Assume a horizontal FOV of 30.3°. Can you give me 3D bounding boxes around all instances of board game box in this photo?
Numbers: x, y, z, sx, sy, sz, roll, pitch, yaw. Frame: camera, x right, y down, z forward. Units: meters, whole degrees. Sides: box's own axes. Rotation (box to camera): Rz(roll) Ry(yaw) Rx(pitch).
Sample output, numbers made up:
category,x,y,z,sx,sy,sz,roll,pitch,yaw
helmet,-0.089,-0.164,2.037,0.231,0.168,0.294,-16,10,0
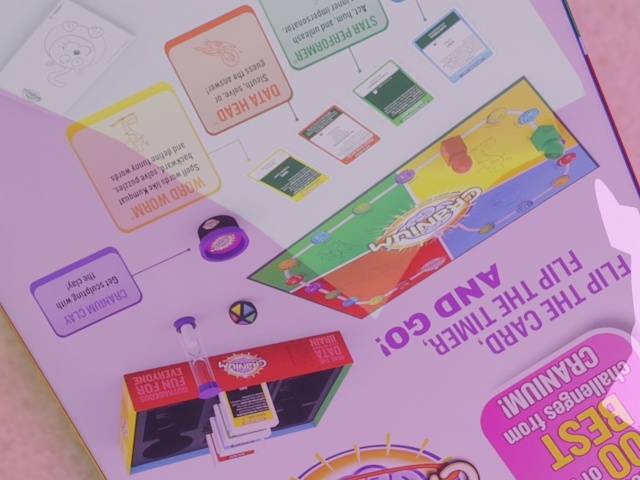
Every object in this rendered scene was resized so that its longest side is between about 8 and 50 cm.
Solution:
category,x,y,z,sx,sy,sz,roll,pitch,yaw
board game box,0.000,0.000,0.468,0.242,0.064,0.316,-24,108,5
